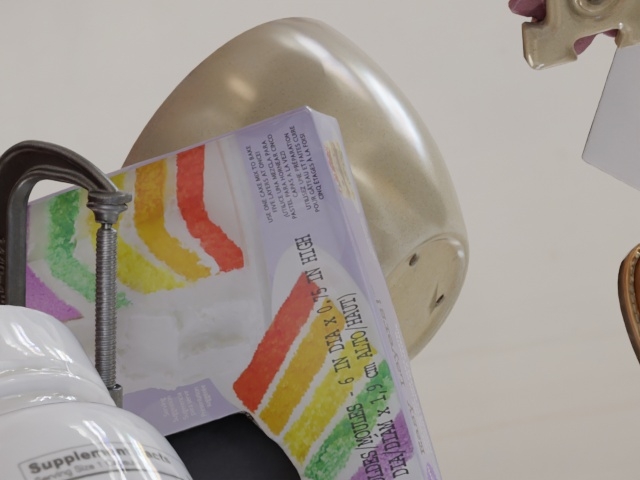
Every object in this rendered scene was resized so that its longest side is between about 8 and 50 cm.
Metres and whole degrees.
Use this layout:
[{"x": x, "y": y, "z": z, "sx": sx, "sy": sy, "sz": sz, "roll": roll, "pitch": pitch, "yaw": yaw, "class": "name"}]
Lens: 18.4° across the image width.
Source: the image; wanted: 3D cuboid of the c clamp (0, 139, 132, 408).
[{"x": -0.119, "y": 0.030, "z": 0.985, "sx": 0.022, "sy": 0.137, "sz": 0.161, "roll": -11, "pitch": 101, "yaw": -49, "class": "c clamp"}]

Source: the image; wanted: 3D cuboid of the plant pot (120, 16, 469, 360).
[{"x": 0.000, "y": 0.000, "z": 1.488, "sx": 0.191, "sy": 0.284, "sz": 0.284, "roll": 34, "pitch": -15, "yaw": 28, "class": "plant pot"}]

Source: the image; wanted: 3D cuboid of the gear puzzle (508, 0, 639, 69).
[{"x": 0.251, "y": -0.205, "z": 1.010, "sx": 0.044, "sy": 0.338, "sz": 0.175, "roll": -115, "pitch": -168, "yaw": -50, "class": "gear puzzle"}]

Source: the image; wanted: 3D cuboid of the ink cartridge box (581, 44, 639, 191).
[{"x": 0.290, "y": -0.207, "z": 1.417, "sx": 0.165, "sy": 0.065, "sz": 0.333, "roll": -35, "pitch": 149, "yaw": -46, "class": "ink cartridge box"}]

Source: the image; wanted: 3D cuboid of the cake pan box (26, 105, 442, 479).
[{"x": -0.074, "y": 0.086, "z": 1.131, "sx": 0.070, "sy": 0.245, "sz": 0.267, "roll": 14, "pitch": 60, "yaw": -76, "class": "cake pan box"}]

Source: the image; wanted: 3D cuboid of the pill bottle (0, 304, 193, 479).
[{"x": -0.107, "y": 0.172, "z": 0.844, "sx": 0.283, "sy": 0.160, "sz": 0.160, "roll": 55, "pitch": -6, "yaw": 35, "class": "pill bottle"}]

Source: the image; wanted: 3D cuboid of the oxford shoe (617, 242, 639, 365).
[{"x": 0.208, "y": 0.073, "z": 0.848, "sx": 0.212, "sy": 0.076, "sz": 0.076, "roll": 55, "pitch": -27, "yaw": 20, "class": "oxford shoe"}]
